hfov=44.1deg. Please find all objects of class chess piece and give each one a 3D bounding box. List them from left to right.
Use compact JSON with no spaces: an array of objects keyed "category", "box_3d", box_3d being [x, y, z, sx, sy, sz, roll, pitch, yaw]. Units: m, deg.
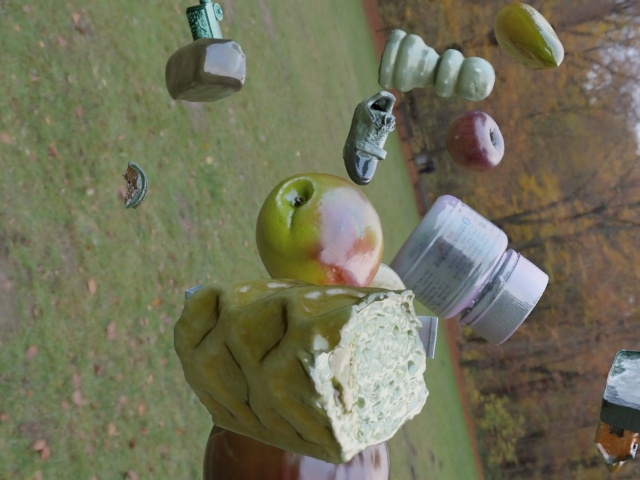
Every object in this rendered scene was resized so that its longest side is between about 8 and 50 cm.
[{"category":"chess piece","box_3d":[0.260,-0.371,1.732,0.133,0.243,0.133,18,90,-76]}]

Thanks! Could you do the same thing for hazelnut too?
[{"category":"hazelnut","box_3d":[-0.042,0.503,1.749,0.402,0.429,0.402,-42,-140,49]}]

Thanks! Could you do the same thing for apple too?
[{"category":"apple","box_3d":[0.371,-0.238,1.915,0.153,0.120,0.153,21,62,-46]}]

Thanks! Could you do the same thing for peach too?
[{"category":"peach","box_3d":[0.000,0.000,1.360,0.231,0.231,0.231,-14,90,-81]}]

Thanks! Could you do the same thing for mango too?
[{"category":"mango","box_3d":[0.513,-0.494,1.935,0.176,0.119,0.317,50,14,-25]}]

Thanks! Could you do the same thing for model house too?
[{"category":"model house","box_3d":[0.778,0.455,1.929,0.271,0.190,0.300,-40,138,-55]}]

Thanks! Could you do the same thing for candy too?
[{"category":"candy","box_3d":[-0.228,-0.334,1.562,0.234,0.104,0.102,-2,-98,62]}]

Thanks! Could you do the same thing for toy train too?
[{"category":"toy train","box_3d":[-0.251,-0.462,1.786,0.099,0.070,0.172,-51,130,-62]}]

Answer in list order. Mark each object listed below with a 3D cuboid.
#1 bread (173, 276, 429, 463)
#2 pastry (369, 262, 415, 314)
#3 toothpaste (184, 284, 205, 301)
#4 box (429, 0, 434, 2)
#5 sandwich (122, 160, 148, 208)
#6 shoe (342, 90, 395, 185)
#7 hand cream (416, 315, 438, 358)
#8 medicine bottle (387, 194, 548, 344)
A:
[{"category":"bread","box_3d":[-0.018,0.136,0.910,0.196,0.252,0.238,-48,131,-37]},{"category":"pastry","box_3d":[0.079,0.167,1.608,0.265,0.133,0.264,11,71,-36]},{"category":"toothpaste","box_3d":[-0.274,0.184,1.777,0.046,0.034,0.164,-23,123,-44]},{"category":"box","box_3d":[0.194,-0.615,1.501,0.415,0.116,0.264,-34,109,-69]},{"category":"sandwich","box_3d":[-0.510,-0.155,2.175,0.029,0.067,0.135,132,-47,-79]},{"category":"shoe","box_3d":[0.153,-0.314,2.318,0.149,0.109,0.293,-36,-139,55]},{"category":"hand cream","box_3d":[0.079,0.131,1.197,0.038,0.216,0.052,-38,124,-43]},{"category":"medicine bottle","box_3d":[0.329,0.070,1.775,0.302,0.241,0.241,37,9,4]}]
